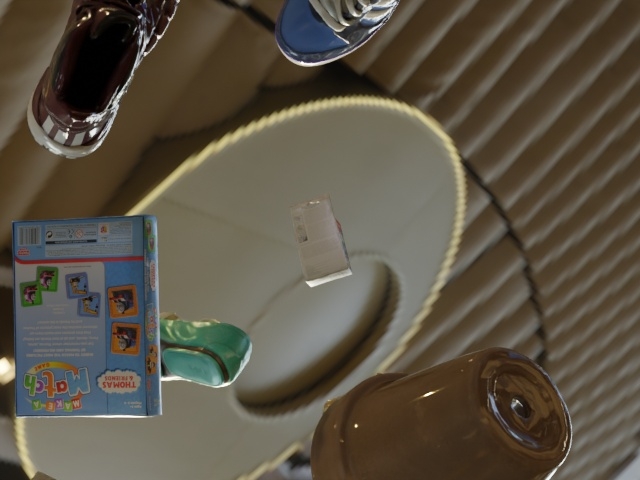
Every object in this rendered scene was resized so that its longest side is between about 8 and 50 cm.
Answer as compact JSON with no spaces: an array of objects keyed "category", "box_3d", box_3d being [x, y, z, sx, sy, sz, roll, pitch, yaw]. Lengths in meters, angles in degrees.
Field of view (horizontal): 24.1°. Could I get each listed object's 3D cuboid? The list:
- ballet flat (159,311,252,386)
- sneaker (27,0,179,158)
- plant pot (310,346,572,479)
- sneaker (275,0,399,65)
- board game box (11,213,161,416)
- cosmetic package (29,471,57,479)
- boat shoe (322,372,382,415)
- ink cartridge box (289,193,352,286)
[{"category":"ballet flat","box_3d":[-0.179,0.130,1.859,0.087,0.247,0.083,-39,-57,-40]},{"category":"sneaker","box_3d":[-0.183,-0.218,1.401,0.106,0.162,0.281,20,-104,-14]},{"category":"plant pot","box_3d":[0.159,0.237,1.697,0.263,0.263,0.229,-5,-26,-44]},{"category":"sneaker","box_3d":[0.047,-0.342,1.836,0.323,0.130,0.236,-37,-7,13]},{"category":"board game box","box_3d":[-0.250,0.082,1.598,0.039,0.160,0.211,8,-100,-71]},{"category":"cosmetic package","box_3d":[-0.176,0.368,1.415,0.160,0.309,0.113,-65,-3,24]},{"category":"boat shoe","box_3d":[0.095,0.248,2.398,0.190,0.072,0.068,-8,-26,6]},{"category":"ink cartridge box","box_3d":[0.000,0.000,2.069,0.063,0.115,0.029,-18,-23,11]}]
